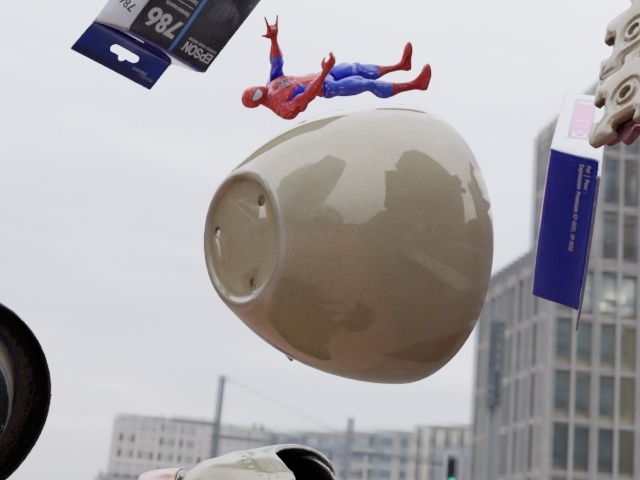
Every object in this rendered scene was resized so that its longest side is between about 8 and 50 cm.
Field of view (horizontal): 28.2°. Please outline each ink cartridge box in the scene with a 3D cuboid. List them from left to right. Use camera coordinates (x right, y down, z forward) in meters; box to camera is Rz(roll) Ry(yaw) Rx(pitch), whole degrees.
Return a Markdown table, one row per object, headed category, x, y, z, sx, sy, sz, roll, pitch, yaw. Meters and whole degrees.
| category | x | y | z | sx | sy | sz | roll | pitch | yaw |
| --- | --- | --- | --- | --- | --- | --- | --- | --- | --- |
| ink cartridge box | -0.144 | -0.321 | 1.560 | 0.065 | 0.332 | 0.165 | 47 | 14 | 31 |
| ink cartridge box | 0.293 | -0.047 | 1.482 | 0.069 | 0.175 | 0.371 | 7 | 20 | 9 |

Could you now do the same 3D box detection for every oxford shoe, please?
| category | x | y | z | sx | sy | sz | roll | pitch | yaw |
| --- | --- | --- | --- | --- | --- | --- | --- | --- | --- |
| oxford shoe | -0.045 | 0.255 | 1.162 | 0.147 | 0.140 | 0.397 | -17 | -9 | 6 |

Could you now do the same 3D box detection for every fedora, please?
| category | x | y | z | sx | sy | sz | roll | pitch | yaw |
| --- | --- | --- | --- | --- | --- | --- | --- | --- | --- |
| fedora | -0.439 | 0.206 | 1.334 | 0.334 | 0.334 | 0.152 | 11 | 27 | -19 |

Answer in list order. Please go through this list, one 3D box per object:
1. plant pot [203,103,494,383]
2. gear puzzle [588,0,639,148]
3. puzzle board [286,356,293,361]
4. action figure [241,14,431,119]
| category | x | y | z | sx | sy | sz | roll | pitch | yaw |
| --- | --- | --- | --- | --- | --- | --- | --- | --- | --- |
| plant pot | 0.000 | 0.000 | 1.235 | 0.191 | 0.284 | 0.284 | 3 | -11 | -37 |
| gear puzzle | 0.353 | -0.195 | 1.002 | 0.044 | 0.175 | 0.339 | 33 | -40 | -20 |
| puzzle board | -0.059 | 0.101 | 1.870 | 0.011 | 0.096 | 0.128 | -3 | 34 | -36 |
| action figure | 0.019 | -0.252 | 1.795 | 0.280 | 0.091 | 0.139 | -17 | -44 | -20 |
